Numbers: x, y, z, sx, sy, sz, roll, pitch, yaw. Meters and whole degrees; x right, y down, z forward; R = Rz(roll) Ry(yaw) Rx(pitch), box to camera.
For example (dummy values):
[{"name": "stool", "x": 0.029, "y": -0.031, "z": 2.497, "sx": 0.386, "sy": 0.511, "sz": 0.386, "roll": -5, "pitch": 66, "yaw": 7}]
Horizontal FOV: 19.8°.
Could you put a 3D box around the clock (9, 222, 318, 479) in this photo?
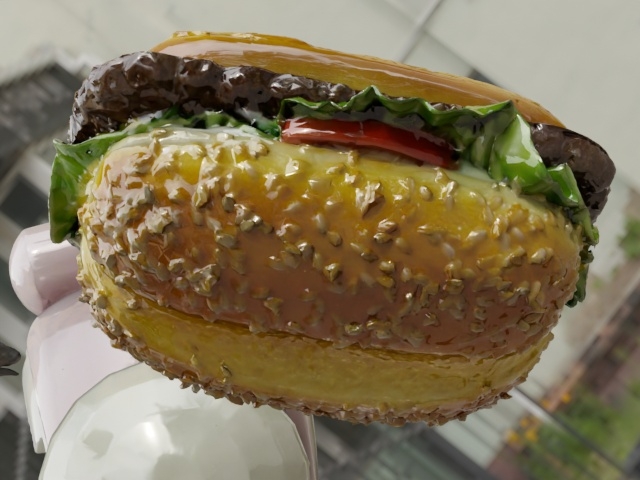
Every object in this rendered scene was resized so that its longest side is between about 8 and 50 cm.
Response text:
[{"name": "clock", "x": -0.080, "y": 0.171, "z": 1.113, "sx": 0.184, "sy": 0.342, "sz": 0.326, "roll": -16, "pitch": 33, "yaw": 0}]

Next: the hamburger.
[{"name": "hamburger", "x": 0.000, "y": 0.000, "z": 0.547, "sx": 0.137, "sy": 0.166, "sz": 0.087, "roll": 110, "pitch": 168, "yaw": -56}]

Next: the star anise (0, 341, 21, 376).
[{"name": "star anise", "x": -0.140, "y": 0.028, "z": 0.442, "sx": 0.141, "sy": 0.042, "sz": 0.141, "roll": -30, "pitch": -35, "yaw": -24}]
